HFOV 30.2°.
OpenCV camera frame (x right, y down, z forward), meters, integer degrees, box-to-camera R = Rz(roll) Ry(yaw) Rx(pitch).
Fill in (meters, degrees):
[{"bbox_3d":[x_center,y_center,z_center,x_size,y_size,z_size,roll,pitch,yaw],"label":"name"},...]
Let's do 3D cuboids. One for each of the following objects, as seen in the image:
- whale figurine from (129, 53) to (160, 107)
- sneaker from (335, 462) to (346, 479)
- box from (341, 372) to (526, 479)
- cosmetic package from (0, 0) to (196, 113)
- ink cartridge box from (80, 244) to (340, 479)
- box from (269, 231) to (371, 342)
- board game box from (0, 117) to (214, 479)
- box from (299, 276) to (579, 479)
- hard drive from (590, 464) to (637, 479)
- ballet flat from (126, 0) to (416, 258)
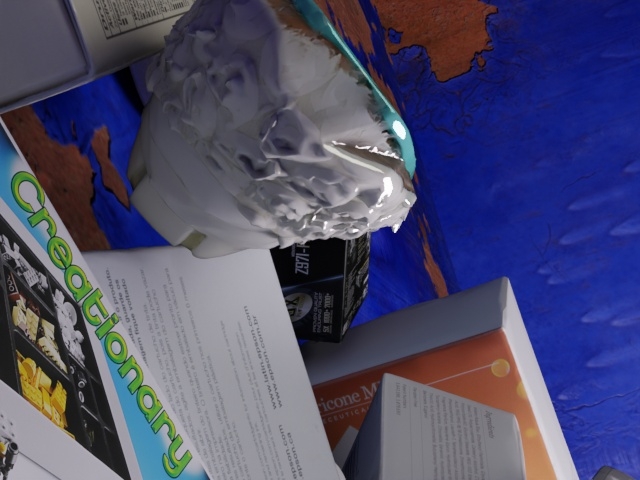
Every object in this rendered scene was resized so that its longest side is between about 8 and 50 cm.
[{"bbox_3d":[-0.067,-0.151,1.006,0.272,0.141,0.216,50,24,-64],"label":"whale figurine"},{"bbox_3d":[-0.031,0.251,0.758,0.115,0.090,0.232,14,58,-52],"label":"sneaker"},{"bbox_3d":[0.070,0.233,0.897,0.182,0.119,0.181,-82,-169,-64],"label":"box"},{"bbox_3d":[-0.159,-0.158,0.653,0.296,0.129,0.153,-61,132,-74],"label":"cosmetic package"},{"bbox_3d":[-0.087,0.165,0.577,0.330,0.071,0.324,-4,76,-60],"label":"ink cartridge box"},{"bbox_3d":[0.000,0.000,1.103,0.180,0.077,0.147,-50,144,-75],"label":"box"},{"bbox_3d":[-0.136,0.075,0.424,0.305,0.053,0.193,62,29,-13],"label":"board game box"},{"bbox_3d":[0.125,0.241,1.089,0.168,0.215,0.345,-54,124,-74],"label":"box"},{"bbox_3d":[0.111,0.313,0.765,0.047,0.353,0.233,29,1,17],"label":"hard drive"},{"bbox_3d":[-0.037,-0.049,0.644,0.409,0.147,0.147,-103,173,-84],"label":"ballet flat"}]
